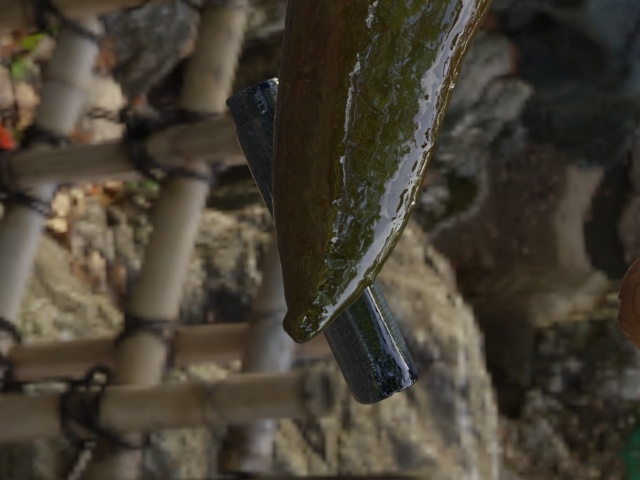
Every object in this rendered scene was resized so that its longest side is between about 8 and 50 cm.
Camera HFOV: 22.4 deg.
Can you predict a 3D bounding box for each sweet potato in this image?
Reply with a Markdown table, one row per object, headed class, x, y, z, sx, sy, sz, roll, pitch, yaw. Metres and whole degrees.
| class | x | y | z | sx | sy | sz | roll | pitch | yaw |
| --- | --- | --- | --- | --- | --- | --- | --- | --- | --- |
| sweet potato | 0.049 | -0.128 | 0.649 | 0.346 | 0.079 | 0.108 | -61 | 164 | -22 |

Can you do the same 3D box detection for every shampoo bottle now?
| class | x | y | z | sx | sy | sz | roll | pitch | yaw |
| --- | --- | --- | --- | --- | --- | --- | --- | --- | --- |
| shampoo bottle | 0.000 | 0.000 | 1.129 | 0.087 | 0.049 | 0.233 | 173 | -107 | -83 |

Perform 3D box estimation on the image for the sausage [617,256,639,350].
| class | x | y | z | sx | sy | sz | roll | pitch | yaw |
| --- | --- | --- | --- | --- | --- | --- | --- | --- | --- |
| sausage | 0.431 | 0.044 | 1.508 | 0.121 | 0.304 | 0.121 | -9 | 90 | -70 |
